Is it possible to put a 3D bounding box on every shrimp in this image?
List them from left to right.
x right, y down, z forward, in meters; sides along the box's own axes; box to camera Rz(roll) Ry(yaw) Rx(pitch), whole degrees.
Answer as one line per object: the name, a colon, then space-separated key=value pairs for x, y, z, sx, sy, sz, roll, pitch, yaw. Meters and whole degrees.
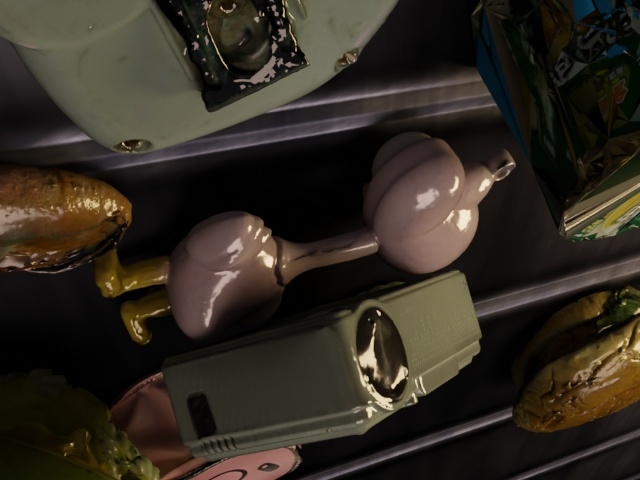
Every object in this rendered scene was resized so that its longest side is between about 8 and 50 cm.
shrimp: x=-0.251 y=-0.001 z=0.588 sx=0.262 sy=0.066 sz=0.117 roll=0 pitch=138 yaw=-35

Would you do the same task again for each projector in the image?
projector: x=0.015 y=0.107 z=0.783 sx=0.192 sy=0.099 sz=0.256 roll=-19 pitch=176 yaw=31

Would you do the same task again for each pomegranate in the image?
pomegranate: x=-0.257 y=0.263 z=0.781 sx=0.260 sy=0.260 sz=0.341 roll=-24 pitch=142 yaw=-7

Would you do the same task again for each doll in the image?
doll: x=0.001 y=0.001 z=0.752 sx=0.365 sy=0.094 sz=0.160 roll=-23 pitch=148 yaw=-7

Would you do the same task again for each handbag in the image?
handbag: x=-0.135 y=0.223 z=0.938 sx=0.205 sy=0.116 sz=0.179 roll=-40 pitch=147 yaw=17

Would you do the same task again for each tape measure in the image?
tape measure: x=-0.055 y=-0.164 z=0.453 sx=0.243 sy=0.125 sz=0.246 roll=-28 pitch=147 yaw=0

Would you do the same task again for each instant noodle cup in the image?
instant noodle cup: x=0.235 y=-0.130 z=0.645 sx=0.240 sy=0.178 sz=0.240 roll=-21 pitch=159 yaw=-8

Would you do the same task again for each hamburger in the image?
hamburger: x=0.405 y=0.180 z=1.272 sx=0.284 sy=0.134 sz=0.266 roll=-6 pitch=140 yaw=-28

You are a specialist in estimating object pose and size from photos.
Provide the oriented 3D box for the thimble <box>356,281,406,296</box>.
thimble: x=0.072 y=0.091 z=0.962 sx=0.109 sy=0.062 sz=0.084 roll=-20 pitch=150 yaw=-13
